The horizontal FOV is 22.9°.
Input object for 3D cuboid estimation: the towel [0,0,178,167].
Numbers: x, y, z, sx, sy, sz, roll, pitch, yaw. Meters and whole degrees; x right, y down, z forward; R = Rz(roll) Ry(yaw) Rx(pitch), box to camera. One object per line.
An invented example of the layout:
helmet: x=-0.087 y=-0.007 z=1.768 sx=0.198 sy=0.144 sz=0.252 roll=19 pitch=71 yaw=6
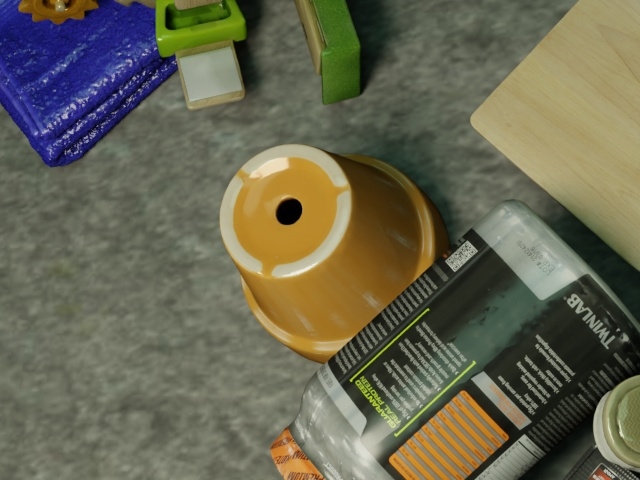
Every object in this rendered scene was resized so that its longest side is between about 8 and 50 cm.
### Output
towel: x=-0.299 y=-0.254 z=1.739 sx=0.227 sy=0.076 sz=0.308 roll=-43 pitch=64 yaw=5

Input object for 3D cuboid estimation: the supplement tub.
supplement tub: x=0.119 y=0.132 z=1.395 sx=0.316 sy=0.193 sz=0.193 roll=-42 pitch=64 yaw=4

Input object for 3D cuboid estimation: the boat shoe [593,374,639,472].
boat shoe: x=0.382 y=0.158 z=1.333 sx=0.302 sy=0.103 sz=0.113 roll=7 pitch=78 yaw=0

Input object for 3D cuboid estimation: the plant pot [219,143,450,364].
plant pot: x=0.000 y=0.000 z=1.484 sx=0.205 sy=0.188 sz=0.205 roll=-6 pitch=72 yaw=19

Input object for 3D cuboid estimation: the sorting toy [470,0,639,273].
sorting toy: x=0.320 y=-0.113 z=1.452 sx=0.255 sy=0.089 sz=0.257 roll=-47 pitch=64 yaw=2

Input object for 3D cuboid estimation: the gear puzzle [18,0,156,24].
gear puzzle: x=-0.170 y=-0.306 z=1.591 sx=0.339 sy=0.175 sz=0.044 roll=-28 pitch=62 yaw=29

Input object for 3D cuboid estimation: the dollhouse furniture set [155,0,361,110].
dollhouse furniture set: x=-0.074 y=-0.254 z=1.506 sx=0.197 sy=0.301 sz=0.151 roll=-13 pitch=65 yaw=-4

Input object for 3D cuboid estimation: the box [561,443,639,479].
box: x=0.266 y=0.338 z=1.328 sx=0.216 sy=0.060 sz=0.270 roll=-49 pitch=55 yaw=1
